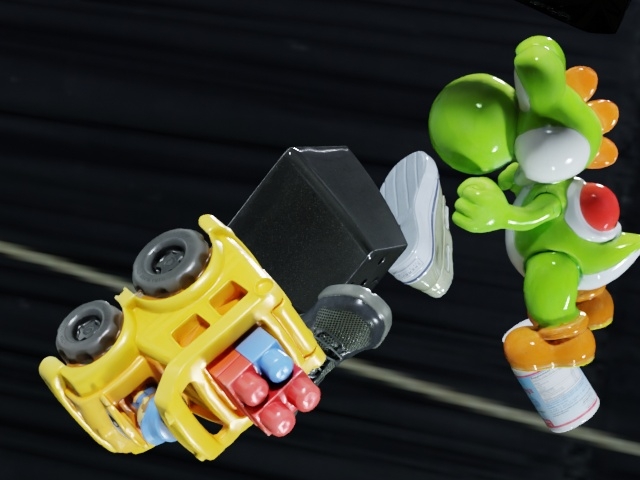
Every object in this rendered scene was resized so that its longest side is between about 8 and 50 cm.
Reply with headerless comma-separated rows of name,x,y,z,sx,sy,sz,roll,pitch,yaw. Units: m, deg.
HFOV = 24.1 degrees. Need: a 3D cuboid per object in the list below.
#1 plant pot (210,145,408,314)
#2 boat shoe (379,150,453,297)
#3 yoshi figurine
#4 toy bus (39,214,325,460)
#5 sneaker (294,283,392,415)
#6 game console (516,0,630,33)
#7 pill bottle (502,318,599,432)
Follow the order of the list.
plant pot,0.000,0.000,1.973,0.187,0.167,0.188,-52,162,19
boat shoe,0.149,-0.022,2.317,0.094,0.109,0.302,44,30,-25
yoshi figurine,0.217,-0.046,1.675,0.203,0.203,0.362,31,-44,59
toy bus,-0.105,0.118,1.321,0.220,0.211,0.149,-41,132,-10
sneaker,-0.013,0.127,1.592,0.227,0.087,0.130,-29,-156,50
game console,0.209,-0.339,1.340,0.044,0.213,0.361,-58,167,-29
pill bottle,0.336,0.196,2.212,0.160,0.087,0.087,57,27,-11
